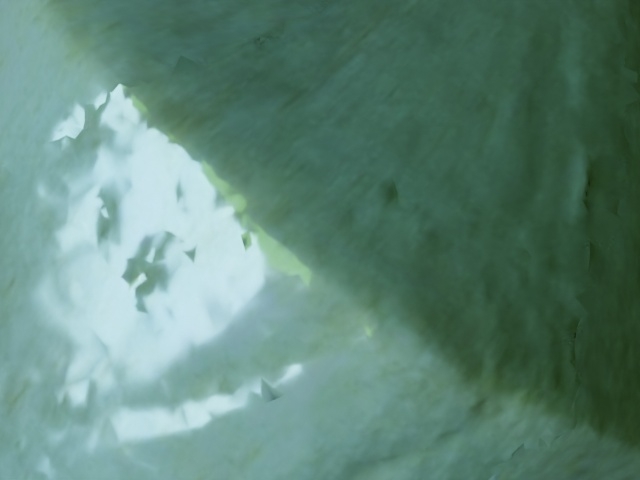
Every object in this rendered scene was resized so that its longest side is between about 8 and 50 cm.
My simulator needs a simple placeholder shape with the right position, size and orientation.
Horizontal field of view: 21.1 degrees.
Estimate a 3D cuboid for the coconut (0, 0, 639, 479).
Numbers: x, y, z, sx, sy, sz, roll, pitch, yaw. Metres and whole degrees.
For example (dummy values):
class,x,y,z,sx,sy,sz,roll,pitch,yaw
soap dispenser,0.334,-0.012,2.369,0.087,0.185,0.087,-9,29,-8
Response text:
class,x,y,z,sx,sy,sz,roll,pitch,yaw
coconut,0.000,0.000,0.508,0.329,0.329,0.329,-2,86,28
